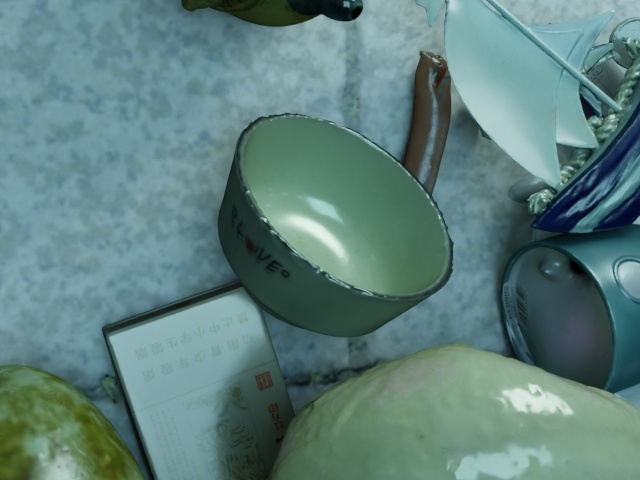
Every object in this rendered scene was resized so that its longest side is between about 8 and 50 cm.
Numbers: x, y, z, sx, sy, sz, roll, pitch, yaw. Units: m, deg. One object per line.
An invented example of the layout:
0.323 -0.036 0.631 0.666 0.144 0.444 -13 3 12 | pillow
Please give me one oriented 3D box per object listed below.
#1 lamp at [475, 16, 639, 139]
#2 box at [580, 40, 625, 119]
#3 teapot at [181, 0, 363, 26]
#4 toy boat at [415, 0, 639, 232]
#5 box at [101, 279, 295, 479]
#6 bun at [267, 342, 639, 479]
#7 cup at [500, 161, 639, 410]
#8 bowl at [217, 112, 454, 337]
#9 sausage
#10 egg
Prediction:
0.234 -0.154 0.947 0.198 0.056 0.050 -25 103 4 | lamp
0.278 -0.152 0.999 0.050 0.036 0.117 -46 102 -10 | box
-0.070 -0.258 0.815 0.269 0.173 0.182 34 43 11 | teapot
0.223 -0.150 0.903 0.210 0.070 0.291 -28 88 -18 | toy boat
-0.098 0.150 0.890 0.141 0.058 0.201 -20 97 -15 | box
0.116 0.214 0.845 0.361 0.213 0.361 -10 135 -10 | bun
0.288 0.057 0.948 0.173 0.167 0.299 -15 71 -23 | cup
0.000 0.000 0.861 0.212 0.211 0.112 23 129 -16 | bowl
0.094 -0.088 0.945 0.047 0.040 0.176 14 88 -11 | sausage
-0.239 0.241 0.762 0.238 0.238 0.289 -8 78 -16 | egg
